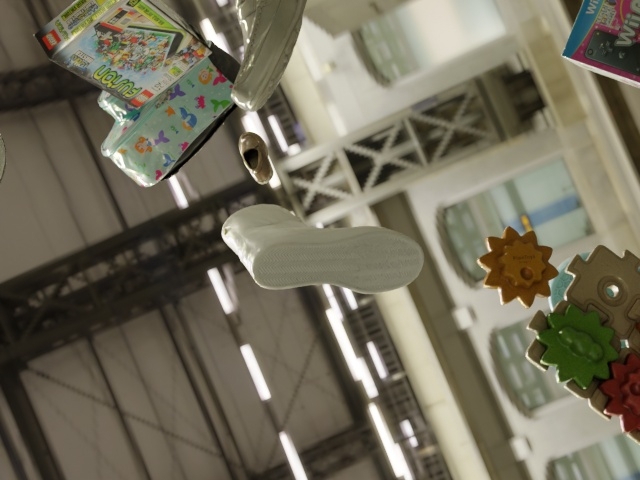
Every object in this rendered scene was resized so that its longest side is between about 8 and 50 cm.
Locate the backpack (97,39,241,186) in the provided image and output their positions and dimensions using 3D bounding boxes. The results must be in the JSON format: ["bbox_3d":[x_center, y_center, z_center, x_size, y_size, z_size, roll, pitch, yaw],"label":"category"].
[{"bbox_3d":[-0.255,-0.217,1.899,0.191,0.253,0.225,36,177,-19],"label":"backpack"}]

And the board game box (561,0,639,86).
[{"bbox_3d":[0.597,-0.362,1.979,0.303,0.224,0.097,27,-168,32],"label":"board game box"}]

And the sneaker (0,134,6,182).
[{"bbox_3d":[-0.517,0.013,1.290,0.257,0.169,0.448,65,-142,-70],"label":"sneaker"}]

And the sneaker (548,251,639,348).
[{"bbox_3d":[0.412,0.123,1.403,0.319,0.127,0.208,44,-170,4],"label":"sneaker"}]

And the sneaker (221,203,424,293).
[{"bbox_3d":[0.000,0.000,1.735,0.169,0.292,0.108,42,122,53],"label":"sneaker"}]

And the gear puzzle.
[{"bbox_3d":[0.310,0.092,1.177,0.339,0.175,0.044,37,157,3],"label":"gear puzzle"}]

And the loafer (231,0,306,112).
[{"bbox_3d":[-0.074,-0.328,1.612,0.112,0.111,0.319,117,171,-69],"label":"loafer"}]

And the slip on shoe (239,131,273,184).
[{"bbox_3d":[-0.125,-0.160,2.142,0.041,0.051,0.135,41,-158,-45],"label":"slip on shoe"}]

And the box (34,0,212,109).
[{"bbox_3d":[-0.205,-0.211,1.246,0.036,0.114,0.207,56,-171,16],"label":"box"}]
